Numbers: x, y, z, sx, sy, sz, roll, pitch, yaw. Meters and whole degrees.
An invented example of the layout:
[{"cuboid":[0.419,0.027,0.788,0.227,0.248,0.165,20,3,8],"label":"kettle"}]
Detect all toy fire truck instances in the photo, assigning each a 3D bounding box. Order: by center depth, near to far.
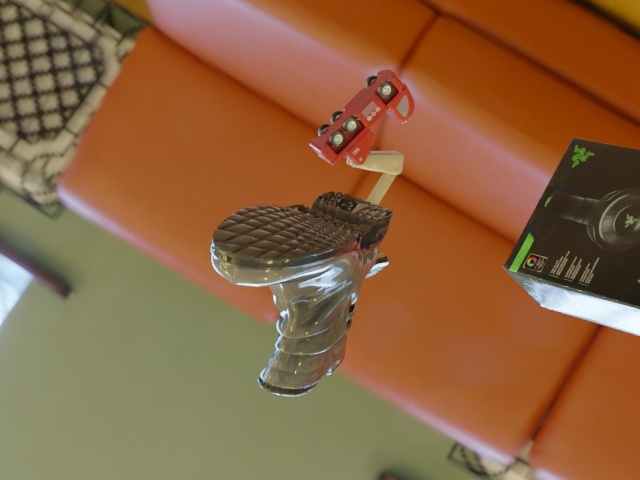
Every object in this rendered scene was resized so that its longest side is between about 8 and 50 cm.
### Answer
[{"cuboid":[0.061,-0.109,1.653,0.135,0.192,0.047,46,177,-29],"label":"toy fire truck"}]

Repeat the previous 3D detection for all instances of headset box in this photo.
[{"cuboid":[0.446,-0.005,1.923,0.283,0.246,0.131,18,163,46],"label":"headset box"}]

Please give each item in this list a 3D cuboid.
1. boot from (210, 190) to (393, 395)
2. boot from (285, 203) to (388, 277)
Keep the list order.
[{"cuboid":[-0.025,0.076,1.432,0.118,0.222,0.338,23,-164,25],"label":"boot"},{"cuboid":[0.000,0.000,1.785,0.077,0.137,0.198,-7,171,-45],"label":"boot"}]
